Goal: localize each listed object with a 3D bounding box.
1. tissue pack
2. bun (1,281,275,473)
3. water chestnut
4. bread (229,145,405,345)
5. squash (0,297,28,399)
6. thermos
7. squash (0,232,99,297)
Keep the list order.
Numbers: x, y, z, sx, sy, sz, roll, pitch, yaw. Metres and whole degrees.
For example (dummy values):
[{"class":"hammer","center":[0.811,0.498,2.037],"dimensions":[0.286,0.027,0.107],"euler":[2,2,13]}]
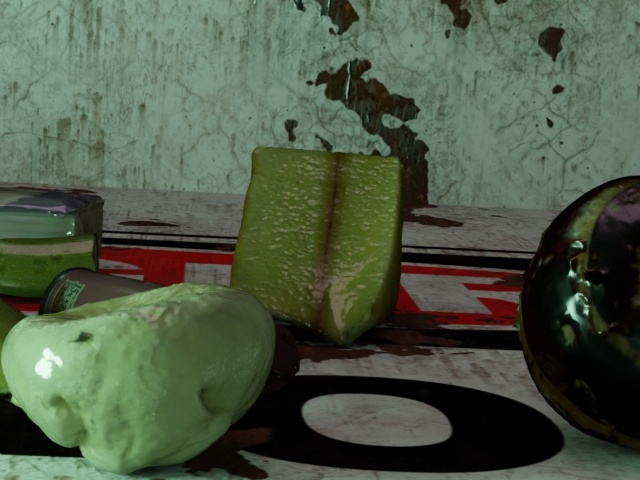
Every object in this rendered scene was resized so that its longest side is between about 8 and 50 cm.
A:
[{"class":"tissue pack","center":[-0.526,-0.019,2.430],"dimensions":[0.344,0.125,0.242],"euler":[4,7,2]},{"class":"bun","center":[-0.155,0.125,1.404],"dimensions":[0.259,0.160,0.259],"euler":[-12,3,1]},{"class":"water chestnut","center":[0.340,0.087,1.581],"dimensions":[0.300,0.300,0.300],"euler":[3,7,0]},{"class":"bread","center":[0.000,0.000,2.135],"dimensions":[0.233,0.244,0.361],"euler":[5,4,2]},{"class":"squash","center":[-0.365,0.145,1.676],"dimensions":[0.204,0.155,0.237],"euler":[-33,-2,18]},{"class":"thermos","center":[-0.155,0.117,1.716],"dimensions":[0.330,0.136,0.109],"euler":[9,37,38]},{"class":"squash","center":[-0.408,0.041,2.204],"dimensions":[0.188,0.095,0.095],"euler":[-3,8,-8]}]
